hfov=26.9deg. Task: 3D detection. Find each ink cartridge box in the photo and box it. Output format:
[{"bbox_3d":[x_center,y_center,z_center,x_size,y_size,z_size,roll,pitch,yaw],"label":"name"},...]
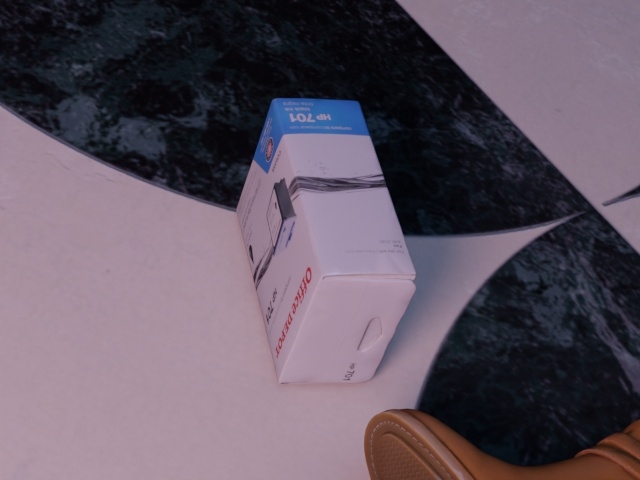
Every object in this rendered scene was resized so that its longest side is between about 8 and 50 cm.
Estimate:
[{"bbox_3d":[0.000,0.000,1.072,0.082,0.139,0.190,2,48,-19],"label":"ink cartridge box"}]

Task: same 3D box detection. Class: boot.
[{"bbox_3d":[0.189,0.184,0.984,0.283,0.109,0.220,39,49,15],"label":"boot"}]
